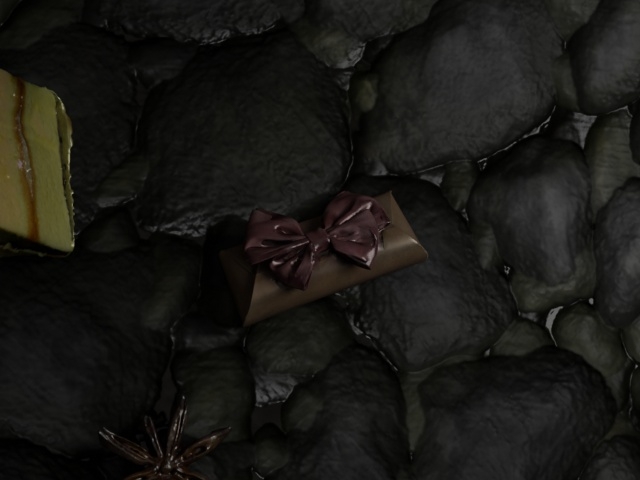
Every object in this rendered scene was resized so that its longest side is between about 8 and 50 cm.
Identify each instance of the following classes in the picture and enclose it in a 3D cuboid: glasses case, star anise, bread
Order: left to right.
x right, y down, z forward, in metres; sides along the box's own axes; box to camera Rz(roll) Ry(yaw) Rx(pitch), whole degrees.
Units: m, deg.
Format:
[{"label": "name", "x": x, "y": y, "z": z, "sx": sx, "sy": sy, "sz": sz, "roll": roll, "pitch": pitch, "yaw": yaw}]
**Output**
[{"label": "bread", "x": -0.378, "y": -0.058, "z": 1.257, "sx": 0.264, "sy": 0.163, "sz": 0.168, "roll": -7, "pitch": 80, "yaw": 21}, {"label": "star anise", "x": -0.143, "y": 0.215, "z": 1.242, "sx": 0.141, "sy": 0.042, "sz": 0.141, "roll": 3, "pitch": 77, "yaw": -11}, {"label": "glasses case", "x": 0.000, "y": 0.000, "z": 1.292, "sx": 0.193, "sy": 0.070, "sz": 0.102, "roll": -19, "pitch": 82, "yaw": -13}]
